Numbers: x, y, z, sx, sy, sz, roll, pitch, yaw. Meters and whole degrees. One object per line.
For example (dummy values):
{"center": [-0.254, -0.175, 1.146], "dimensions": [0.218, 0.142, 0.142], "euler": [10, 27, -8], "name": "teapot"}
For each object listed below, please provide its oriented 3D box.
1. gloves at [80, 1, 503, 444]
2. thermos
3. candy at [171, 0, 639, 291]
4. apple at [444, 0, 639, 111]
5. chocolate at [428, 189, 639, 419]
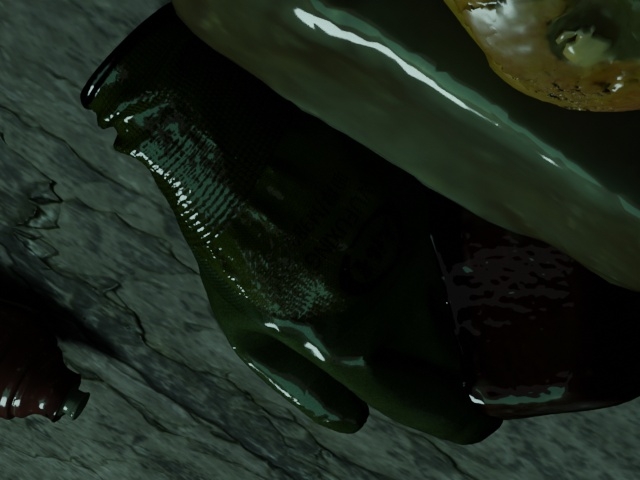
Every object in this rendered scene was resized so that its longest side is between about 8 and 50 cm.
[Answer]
{"center": [-0.003, 0.001, 0.779], "dimensions": [0.268, 0.135, 0.107], "euler": [43, -167, -15], "name": "gloves"}
{"center": [-0.272, 0.066, 1.193], "dimensions": [0.232, 0.099, 0.124], "euler": [28, -171, 6], "name": "thermos"}
{"center": [0.060, -0.074, 0.591], "dimensions": [0.234, 0.104, 0.102], "euler": [34, 157, -4], "name": "candy"}
{"center": [0.082, -0.106, 0.479], "dimensions": [0.146, 0.146, 0.146], "euler": [25, 152, 15], "name": "apple"}
{"center": [0.107, 0.014, 0.691], "dimensions": [0.080, 0.125, 0.148], "euler": [-10, 128, 31], "name": "chocolate"}
